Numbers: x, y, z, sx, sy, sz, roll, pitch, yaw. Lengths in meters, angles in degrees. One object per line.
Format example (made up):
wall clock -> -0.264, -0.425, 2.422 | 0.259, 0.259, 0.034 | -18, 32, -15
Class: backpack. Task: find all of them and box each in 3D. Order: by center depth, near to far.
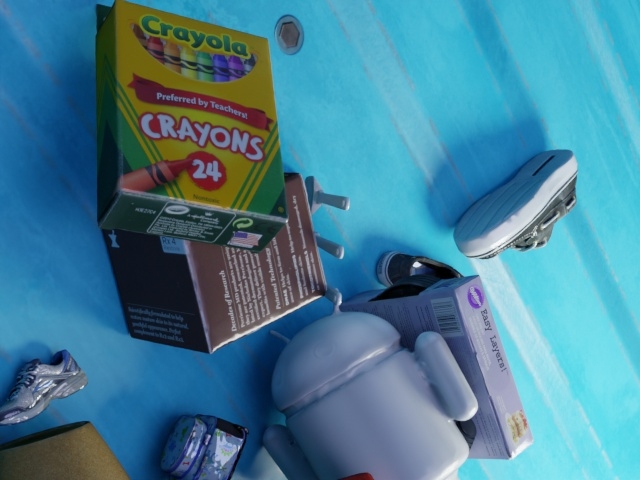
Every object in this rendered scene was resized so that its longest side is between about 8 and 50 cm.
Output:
backpack -> -0.158, 0.281, 1.532 | 0.084, 0.105, 0.114 | 24, 77, -20

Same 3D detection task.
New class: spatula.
spatula -> 0.000, 0.000, 1.586 | 0.019, 0.242, 0.168 | 5, 94, -12

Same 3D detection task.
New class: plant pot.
plant pot -> -0.287, 0.344, 1.348 | 0.237, 0.237, 0.254 | -16, 90, -43

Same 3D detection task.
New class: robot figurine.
robot figurine -> 0.064, 0.246, 1.626 | 0.353, 0.300, 0.200 | 59, 13, 6

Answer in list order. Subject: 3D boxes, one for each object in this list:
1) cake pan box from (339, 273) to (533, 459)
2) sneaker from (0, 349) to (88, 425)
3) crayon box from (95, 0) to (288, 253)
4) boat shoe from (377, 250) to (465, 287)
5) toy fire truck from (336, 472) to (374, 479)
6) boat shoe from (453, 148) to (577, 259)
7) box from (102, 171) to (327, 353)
cake pan box -> 0.157, 0.183, 1.701 | 0.070, 0.246, 0.266 | -26, 98, -42
sneaker -> -0.338, 0.170, 1.387 | 0.135, 0.052, 0.058 | -33, 106, -46
crayon box -> -0.155, -0.153, 1.377 | 0.202, 0.081, 0.318 | 9, 56, -27
boat shoe -> 0.188, 0.068, 1.868 | 0.228, 0.076, 0.080 | 27, 75, -42
toy fire truck -> -0.062, 0.426, 1.507 | 0.254, 0.169, 0.302 | -9, 135, -29
boat shoe -> 0.347, -0.038, 1.984 | 0.335, 0.121, 0.119 | -36, 113, -39
box -> -0.130, 0.019, 1.486 | 0.203, 0.168, 0.167 | -25, 111, -40
